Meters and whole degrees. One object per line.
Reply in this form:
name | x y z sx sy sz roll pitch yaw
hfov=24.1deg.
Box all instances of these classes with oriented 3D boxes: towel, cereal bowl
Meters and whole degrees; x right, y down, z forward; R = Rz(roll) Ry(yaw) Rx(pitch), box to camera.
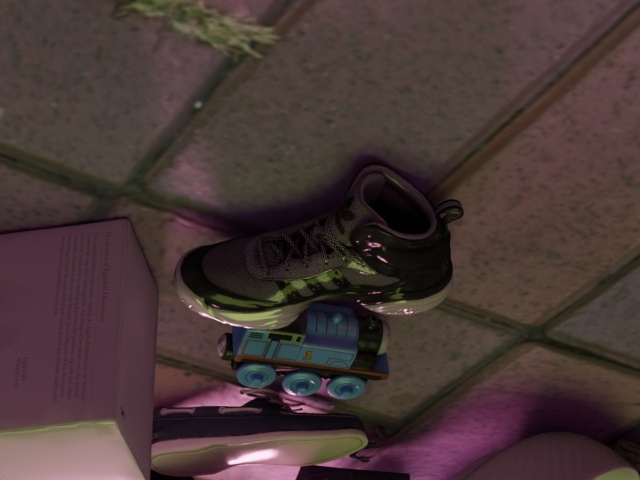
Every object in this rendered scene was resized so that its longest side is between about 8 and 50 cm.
towel | 0.429 0.273 1.788 0.110 0.027 0.148 22 173 -32
cereal bowl | 0.215 0.355 1.781 0.339 0.141 0.339 -33 147 -25

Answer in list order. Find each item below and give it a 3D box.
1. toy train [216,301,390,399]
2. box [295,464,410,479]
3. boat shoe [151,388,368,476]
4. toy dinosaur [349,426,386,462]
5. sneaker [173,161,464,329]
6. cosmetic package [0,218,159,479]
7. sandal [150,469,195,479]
toy train | -0.012 0.107 1.550 0.184 0.080 0.105 9 137 -15
box | 0.026 0.428 1.808 0.143 0.165 0.270 4 107 8
boat shoe | -0.073 0.213 1.695 0.254 0.079 0.095 -9 146 14
toy dinosaur | 0.033 0.234 1.781 0.082 0.047 0.090 7 178 -27
sneaker | 0.000 0.000 1.384 0.269 0.101 0.153 -2 144 -10
cosmetic package | -0.278 0.116 1.422 0.225 0.224 0.138 -7 144 7
sandal | -0.193 0.304 1.743 0.446 0.107 0.167 6 175 34
